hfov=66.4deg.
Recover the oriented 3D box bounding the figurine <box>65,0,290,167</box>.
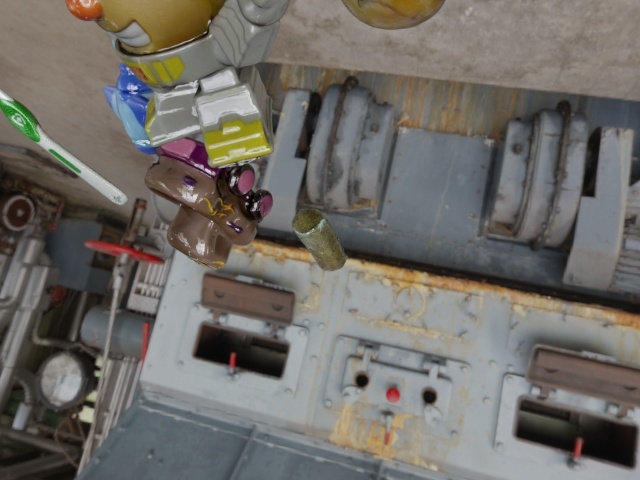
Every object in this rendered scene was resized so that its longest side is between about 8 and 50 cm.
[{"bbox_3d":[-0.162,-0.236,0.512,0.342,0.167,0.285,4,139,19],"label":"figurine"}]

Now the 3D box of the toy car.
[{"bbox_3d":[-0.290,-0.085,1.190,0.271,0.241,0.341,22,165,29],"label":"toy car"}]

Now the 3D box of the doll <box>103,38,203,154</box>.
[{"bbox_3d":[-0.418,-0.364,1.294,0.186,0.377,0.365,-6,172,31],"label":"doll"}]

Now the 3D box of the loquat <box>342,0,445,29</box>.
[{"bbox_3d":[0.115,-0.425,0.770,0.179,0.180,0.227,3,-177,42],"label":"loquat"}]

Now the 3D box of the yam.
[{"bbox_3d":[0.000,0.000,0.755,0.054,0.054,0.132,8,153,25],"label":"yam"}]

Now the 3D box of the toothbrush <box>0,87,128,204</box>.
[{"bbox_3d":[-0.353,-0.143,0.590,0.030,0.030,0.304,2,146,44],"label":"toothbrush"}]
